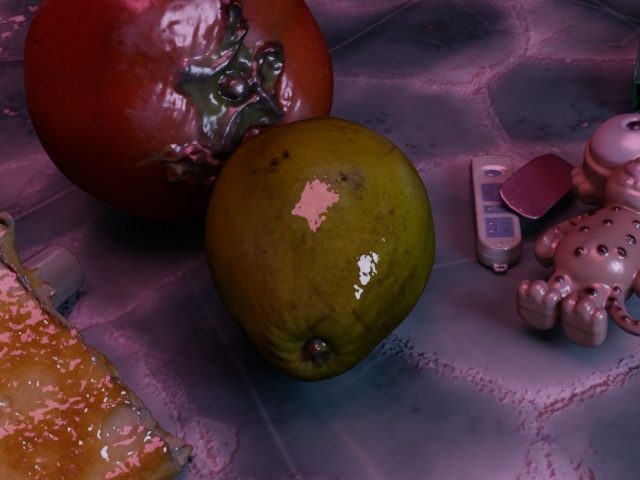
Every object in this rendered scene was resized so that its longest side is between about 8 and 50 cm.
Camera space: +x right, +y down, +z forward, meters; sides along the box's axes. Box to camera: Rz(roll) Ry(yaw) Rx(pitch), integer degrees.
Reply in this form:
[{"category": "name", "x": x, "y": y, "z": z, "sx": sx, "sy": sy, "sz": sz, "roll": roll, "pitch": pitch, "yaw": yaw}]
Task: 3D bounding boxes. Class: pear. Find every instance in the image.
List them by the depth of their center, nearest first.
[{"category": "pear", "x": 0.000, "y": 0.000, "z": 0.872, "sx": 0.212, "sy": 0.212, "sz": 0.269, "roll": -1, "pitch": 41, "yaw": 7}]

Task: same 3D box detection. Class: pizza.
[{"category": "pizza", "x": -0.252, "y": 0.107, "z": 0.792, "sx": 0.279, "sy": 0.075, "sz": 0.288, "roll": -6, "pitch": 78, "yaw": -14}]

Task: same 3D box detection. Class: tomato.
[{"category": "tomato", "x": -0.153, "y": -0.176, "z": 1.028, "sx": 0.321, "sy": 0.321, "sz": 0.321, "roll": -4, "pitch": 41, "yaw": 4}]

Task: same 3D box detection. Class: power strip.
[{"category": "power strip", "x": 0.184, "y": -0.039, "z": 1.024, "sx": 0.047, "sy": 0.030, "sz": 0.191, "roll": -1, "pitch": 41, "yaw": 6}]

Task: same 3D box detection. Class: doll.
[{"category": "doll", "x": 0.292, "y": -0.013, "z": 0.916, "sx": 0.154, "sy": 0.119, "sz": 0.278, "roll": 14, "pitch": 50, "yaw": 28}]

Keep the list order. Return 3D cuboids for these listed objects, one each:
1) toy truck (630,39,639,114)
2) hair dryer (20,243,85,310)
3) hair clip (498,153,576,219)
[{"category": "toy truck", "x": 0.415, "y": -0.201, "z": 1.151, "sx": 0.079, "sy": 0.065, "sz": 0.147, "roll": 6, "pitch": 44, "yaw": 21}, {"category": "hair dryer", "x": -0.375, "y": 0.081, "z": 0.934, "sx": 0.296, "sy": 0.119, "sz": 0.298, "roll": -29, "pitch": 32, "yaw": -32}, {"category": "hair clip", "x": 0.238, "y": -0.062, "z": 1.024, "sx": 0.054, "sy": 0.022, "sz": 0.137, "roll": 40, "pitch": 44, "yaw": 20}]
